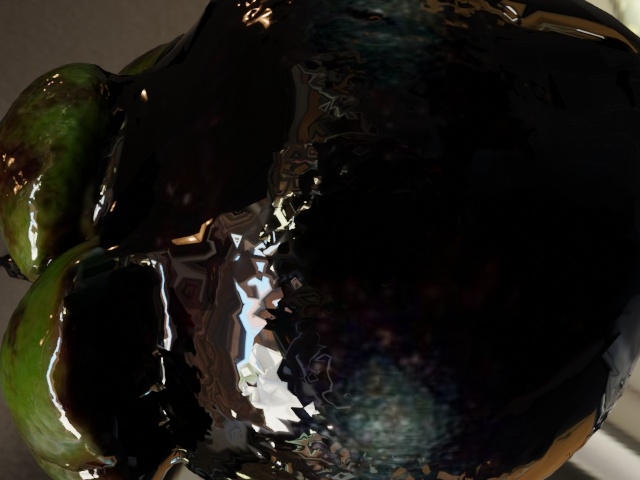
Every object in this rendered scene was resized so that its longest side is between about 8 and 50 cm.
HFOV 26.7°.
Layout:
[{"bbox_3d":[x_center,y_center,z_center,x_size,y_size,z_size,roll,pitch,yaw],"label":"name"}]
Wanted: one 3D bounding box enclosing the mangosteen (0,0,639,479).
[{"bbox_3d":[0.000,0.000,0.479,0.243,0.243,0.242,-12,-74,-45],"label":"mangosteen"}]
